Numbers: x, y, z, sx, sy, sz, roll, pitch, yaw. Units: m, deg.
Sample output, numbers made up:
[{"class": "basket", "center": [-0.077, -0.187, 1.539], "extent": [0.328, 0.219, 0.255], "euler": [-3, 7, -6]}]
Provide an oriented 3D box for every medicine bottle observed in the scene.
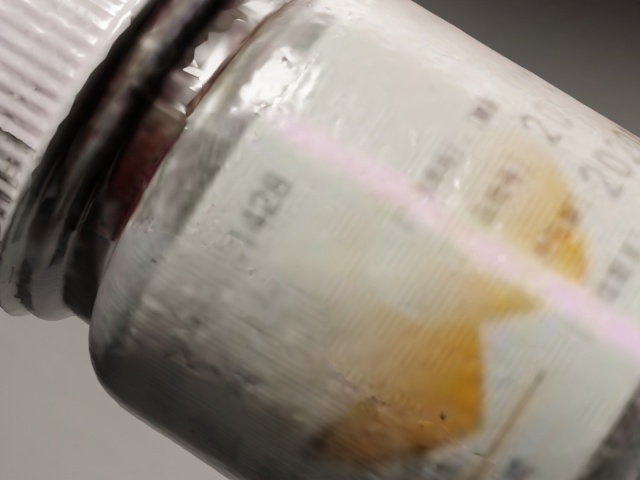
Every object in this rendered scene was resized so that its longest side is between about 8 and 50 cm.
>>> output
[{"class": "medicine bottle", "center": [0.000, 0.000, 0.627], "extent": [0.273, 0.165, 0.165], "euler": [31, 104, 7]}]
